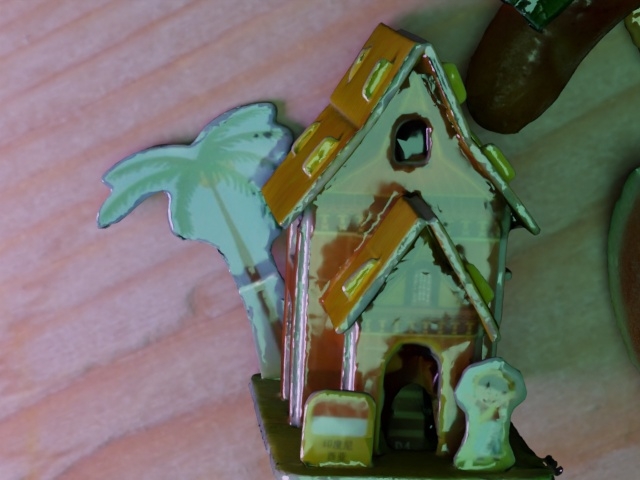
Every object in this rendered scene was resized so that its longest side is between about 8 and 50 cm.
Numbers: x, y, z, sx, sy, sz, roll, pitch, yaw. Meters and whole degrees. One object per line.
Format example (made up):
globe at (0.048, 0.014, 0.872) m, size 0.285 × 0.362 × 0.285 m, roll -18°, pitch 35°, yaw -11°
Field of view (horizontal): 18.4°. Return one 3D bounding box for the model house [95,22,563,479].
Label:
model house at (0.000, 0.000, 1.495) m, size 0.340 × 0.300 × 0.323 m, roll 3°, pitch 99°, yaw -6°

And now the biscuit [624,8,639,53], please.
biscuit at (0.359, -0.219, 1.558) m, size 0.254 × 0.035 × 0.254 m, roll 1°, pitch 108°, yaw 2°

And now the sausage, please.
sausage at (0.225, -0.192, 1.516) m, size 0.302 × 0.076 × 0.103 m, roll -33°, pitch 90°, yaw 26°

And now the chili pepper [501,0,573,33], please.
chili pepper at (0.213, -0.256, 1.444) m, size 0.227 × 0.059 × 0.088 m, roll -43°, pitch 110°, yaw 12°

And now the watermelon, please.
watermelon at (0.329, 0.034, 1.618) m, size 0.146 × 0.128 × 0.231 m, roll -20°, pitch 124°, yaw -24°
